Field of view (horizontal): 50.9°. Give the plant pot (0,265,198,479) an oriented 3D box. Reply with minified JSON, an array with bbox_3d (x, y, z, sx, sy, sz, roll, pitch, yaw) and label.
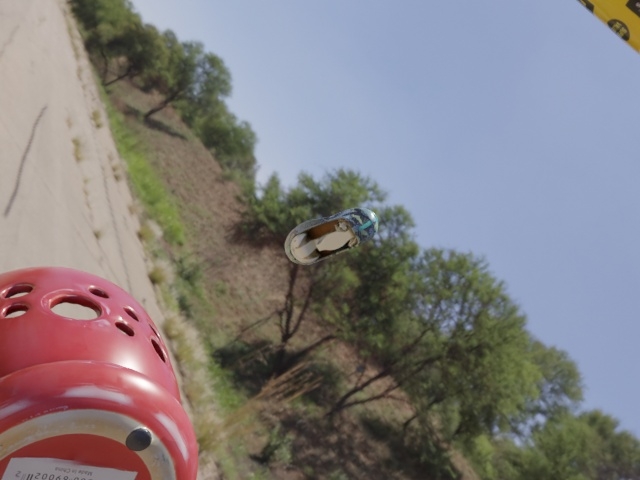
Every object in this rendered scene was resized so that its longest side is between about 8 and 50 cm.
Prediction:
[{"bbox_3d":[-0.186,0.134,0.462,0.174,0.191,0.191,39,-22,58],"label":"plant pot"}]

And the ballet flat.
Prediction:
[{"bbox_3d":[0.000,0.000,1.006,0.188,0.070,0.070,-26,-85,41],"label":"ballet flat"}]

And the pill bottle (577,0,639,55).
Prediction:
[{"bbox_3d":[0.260,-0.215,0.515,0.208,0.119,0.119,49,-11,17],"label":"pill bottle"}]
